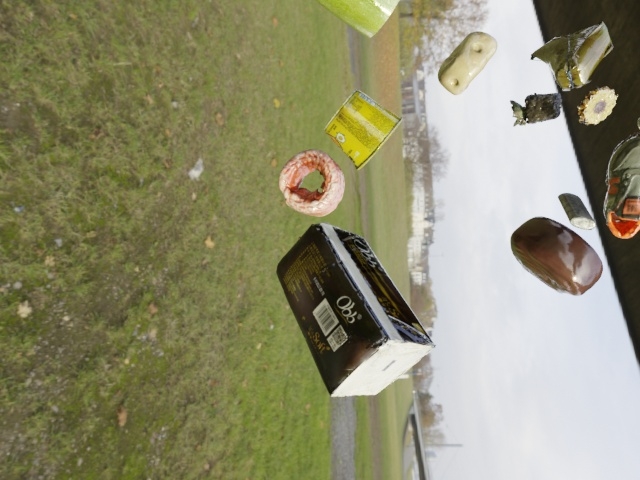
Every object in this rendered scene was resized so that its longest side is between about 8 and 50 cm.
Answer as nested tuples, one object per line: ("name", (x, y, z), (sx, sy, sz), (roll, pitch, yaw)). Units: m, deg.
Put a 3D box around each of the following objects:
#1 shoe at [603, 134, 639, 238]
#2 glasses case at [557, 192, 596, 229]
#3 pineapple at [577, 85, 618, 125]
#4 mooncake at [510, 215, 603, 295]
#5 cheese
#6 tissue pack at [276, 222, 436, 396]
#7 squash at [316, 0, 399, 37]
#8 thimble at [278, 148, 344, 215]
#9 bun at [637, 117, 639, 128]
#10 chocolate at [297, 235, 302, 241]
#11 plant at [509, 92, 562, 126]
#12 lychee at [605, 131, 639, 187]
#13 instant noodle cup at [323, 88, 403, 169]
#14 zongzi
("shoe", (0.909, -0.137, 1.232), (0.171, 0.133, 0.336), (-58, 145, -37))
("glasses case", (1.227, -0.146, 2.029), (0.299, 0.114, 0.060), (-57, 164, -57))
("pineapple", (1.410, -0.678, 2.140), (0.047, 0.221, 0.221), (-111, -172, -52))
("mooncake", (0.889, 0.064, 1.635), (0.326, 0.174, 0.334), (47, -3, 10))
("cheese", (0.517, -0.634, 1.497), (0.218, 0.117, 0.235), (-51, -170, 27))
("tissue pack", (0.063, 0.155, 0.977), (0.198, 0.210, 0.370), (24, 28, -44))
("squash", (0.098, -0.971, 1.562), (0.263, 0.385, 0.263), (-51, -158, 30))
("thimble", (-0.027, -0.207, 1.568), (0.162, 0.239, 0.239), (-4, 89, -76))
("bun", (1.400, -0.500, 1.811), (0.086, 0.055, 0.086), (51, 13, -16))
("chocolate", (0.000, 0.000, 1.985), (0.086, 0.220, 0.085), (-4, 90, -76))
("plant", (0.934, -0.572, 1.841), (0.131, 0.203, 0.142), (-37, 125, -48))
("lychee", (1.174, -0.245, 1.470), (0.306, 0.331, 0.305), (164, -90, -83))
("instant noodle cup", (0.187, -0.533, 1.983), (0.254, 0.325, 0.325), (39, 20, -7))
("zongzi", (0.809, -0.608, 1.461), (0.260, 0.289, 0.123), (-51, 120, -18))
